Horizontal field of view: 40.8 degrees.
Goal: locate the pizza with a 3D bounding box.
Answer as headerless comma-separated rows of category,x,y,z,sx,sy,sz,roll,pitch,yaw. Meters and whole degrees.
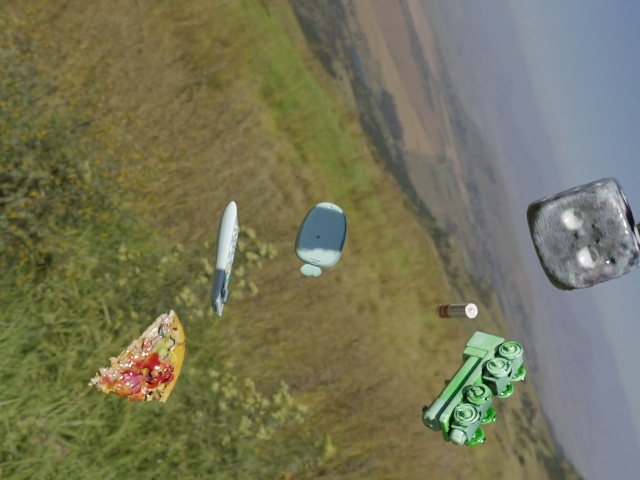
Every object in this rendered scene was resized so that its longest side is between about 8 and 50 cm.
pizza,-0.315,0.238,1.531,0.193,0.053,0.201,-27,137,-38

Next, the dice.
dice,0.516,-0.015,1.678,0.182,0.181,0.183,-24,94,-67

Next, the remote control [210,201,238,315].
remote control,-0.251,0.044,2.228,0.103,0.051,0.294,94,1,-61

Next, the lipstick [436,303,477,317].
lipstick,0.359,0.186,2.276,0.130,0.038,0.038,-11,-84,61

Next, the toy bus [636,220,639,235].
toy bus,0.862,-0.074,1.993,0.329,0.142,0.153,149,-70,-67

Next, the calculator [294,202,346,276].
calculator,0.000,0.000,1.710,0.021,0.095,0.153,-152,-101,-82

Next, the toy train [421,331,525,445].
toy train,0.280,0.266,1.567,0.251,0.119,0.085,-43,131,-36
